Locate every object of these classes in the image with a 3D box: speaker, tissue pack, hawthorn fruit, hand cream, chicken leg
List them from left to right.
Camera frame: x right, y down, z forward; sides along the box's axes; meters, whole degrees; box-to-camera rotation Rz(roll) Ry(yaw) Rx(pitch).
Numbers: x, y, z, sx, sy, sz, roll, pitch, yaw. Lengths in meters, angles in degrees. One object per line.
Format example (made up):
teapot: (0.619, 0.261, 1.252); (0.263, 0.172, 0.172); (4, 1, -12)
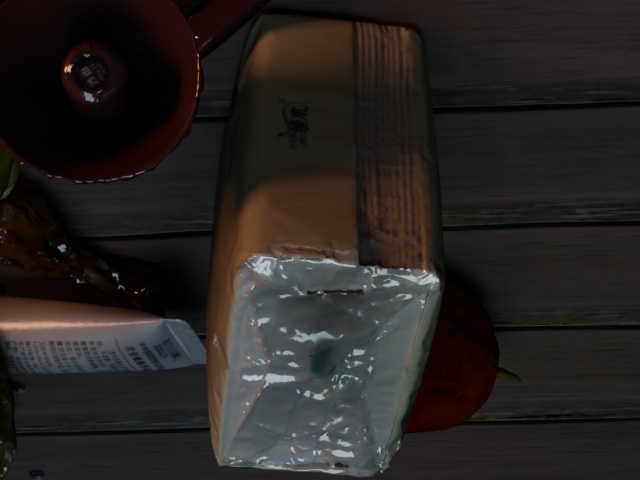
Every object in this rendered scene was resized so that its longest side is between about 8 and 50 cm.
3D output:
chicken leg: (-0.294, 0.015, 1.941); (0.304, 0.093, 0.113); (28, 148, -35)
hand cream: (-0.284, 0.110, 1.974); (0.314, 0.089, 0.140); (4, 157, 11)
speaker: (-0.182, -0.177, 1.656); (0.198, 0.329, 0.259); (24, 93, 0)
tissue pack: (0.000, 0.000, 1.723); (0.207, 0.380, 0.297); (6, 131, -6)
hawthorn fruit: (0.123, 0.131, 1.991); (0.251, 0.189, 0.189); (4, 134, -24)

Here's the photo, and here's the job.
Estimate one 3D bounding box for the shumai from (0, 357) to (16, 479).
shumai: (-0.461, 0.186, 1.889); (0.272, 0.203, 0.222); (46, 108, 9)

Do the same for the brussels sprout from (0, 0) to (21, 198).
brussels sprout: (-0.414, -0.135, 1.653); (0.281, 0.289, 0.355); (-27, 151, 2)
